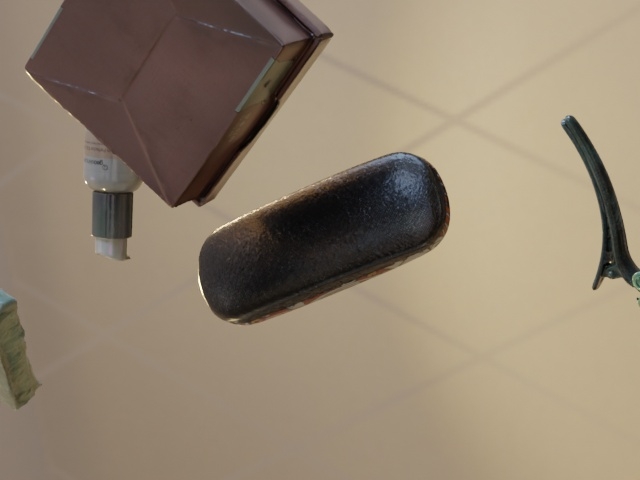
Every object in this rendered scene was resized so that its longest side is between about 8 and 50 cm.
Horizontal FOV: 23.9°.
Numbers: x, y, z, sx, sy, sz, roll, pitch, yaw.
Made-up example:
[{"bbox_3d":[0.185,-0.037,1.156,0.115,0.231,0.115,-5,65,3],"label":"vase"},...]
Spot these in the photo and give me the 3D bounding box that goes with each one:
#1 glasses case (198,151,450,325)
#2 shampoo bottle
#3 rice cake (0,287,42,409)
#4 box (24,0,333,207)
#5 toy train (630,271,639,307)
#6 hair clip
[{"bbox_3d":[0.000,0.000,1.461,0.067,0.266,0.103,18,-127,-63],"label":"glasses case"},{"bbox_3d":[-0.246,-0.072,1.795,0.074,0.074,0.192,-9,-74,-58],"label":"shampoo bottle"},{"bbox_3d":[-0.292,0.067,1.266,0.038,0.124,0.211,-47,-19,-23],"label":"rice cake"},{"bbox_3d":[-0.135,-0.172,1.364,0.215,0.215,0.086,44,-152,10],"label":"box"},{"bbox_3d":[0.228,0.046,0.960,0.029,0.045,0.092,-48,-54,-38],"label":"toy train"},{"bbox_3d":[0.340,-0.047,1.836,0.039,0.070,0.230,-37,-64,-49],"label":"hair clip"}]
